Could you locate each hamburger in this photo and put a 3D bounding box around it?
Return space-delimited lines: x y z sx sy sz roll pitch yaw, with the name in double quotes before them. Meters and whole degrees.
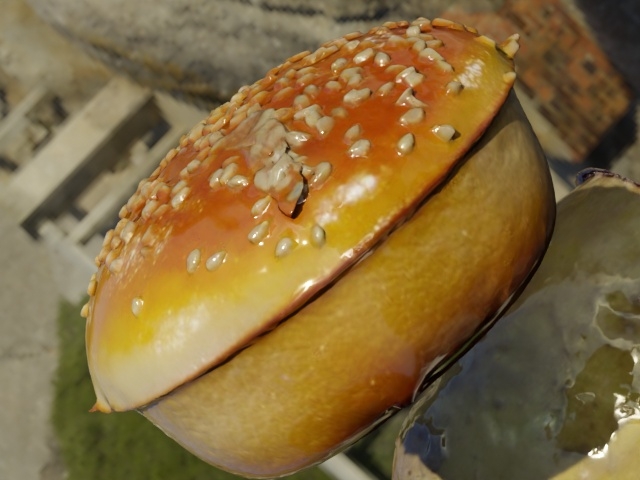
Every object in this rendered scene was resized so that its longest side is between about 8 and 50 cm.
"hamburger" -0.003 0.003 0.651 0.147 0.237 0.237 47 170 -1

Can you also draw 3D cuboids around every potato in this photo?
"potato" 0.158 0.123 0.989 0.229 0.266 0.229 42 171 8
